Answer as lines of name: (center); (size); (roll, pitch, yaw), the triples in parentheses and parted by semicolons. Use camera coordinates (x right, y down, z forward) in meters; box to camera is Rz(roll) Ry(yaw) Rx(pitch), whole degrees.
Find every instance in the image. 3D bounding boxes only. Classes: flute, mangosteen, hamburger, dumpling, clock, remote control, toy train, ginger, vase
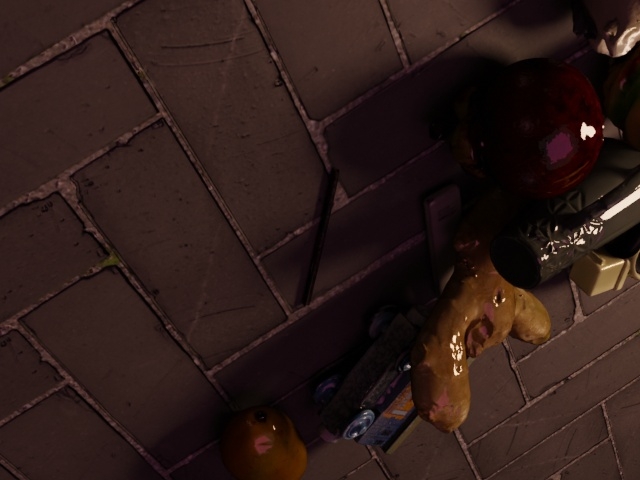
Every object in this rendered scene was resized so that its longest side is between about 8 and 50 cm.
flute: (0.000, 0.000, 1.699); (0.014, 0.014, 0.269); (-9, 131, -27)
mangosteen: (0.292, -0.164, 1.619); (0.258, 0.215, 0.215); (-4, 132, -2)
hamburger: (0.556, -0.254, 1.742); (0.237, 0.149, 0.237); (-24, 144, -19)
dumpling: (0.452, -0.411, 1.555); (0.204, 0.163, 0.293); (-46, 150, -44)
clock: (0.599, -0.077, 1.949); (0.276, 0.120, 0.379); (-18, 135, -26)
remote control: (0.213, 0.005, 1.834); (0.067, 0.029, 0.261); (-29, 139, -14)
toy train: (0.125, 0.241, 1.916); (0.202, 0.131, 0.299); (18, 116, -50)
ginger: (0.254, 0.096, 1.794); (0.363, 0.122, 0.348); (-29, 117, -31)
vase: (0.404, -0.042, 1.703); (0.301, 0.156, 0.251); (-34, 179, -30)

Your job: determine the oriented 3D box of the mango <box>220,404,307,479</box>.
mango: (-0.097, 0.371, 1.891); (0.138, 0.113, 0.253); (-36, 145, -7)
